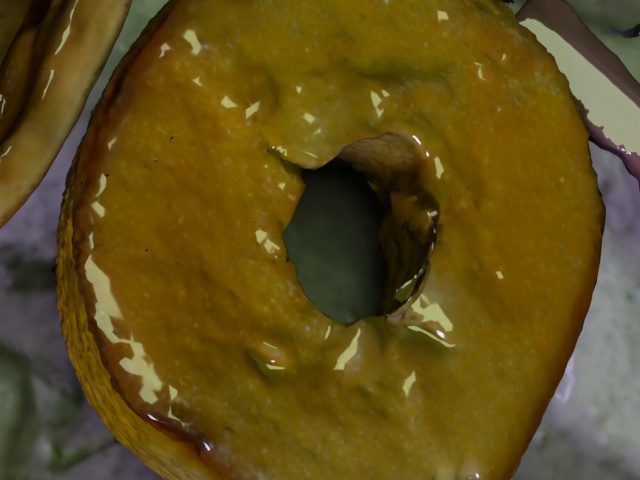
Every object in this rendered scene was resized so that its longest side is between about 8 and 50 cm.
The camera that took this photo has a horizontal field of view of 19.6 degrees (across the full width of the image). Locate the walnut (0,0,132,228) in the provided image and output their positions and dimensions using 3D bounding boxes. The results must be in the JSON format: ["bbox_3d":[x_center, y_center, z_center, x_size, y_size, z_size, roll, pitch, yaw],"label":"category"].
[{"bbox_3d":[-0.140,-0.070,0.515,0.167,0.087,0.211,20,73,-7],"label":"walnut"}]

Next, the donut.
[{"bbox_3d":[0.000,0.000,0.532,0.162,0.065,0.178,46,58,-13],"label":"donut"}]

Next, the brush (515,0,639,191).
[{"bbox_3d":[0.171,0.030,0.570,0.301,0.071,0.084,44,68,1],"label":"brush"}]
